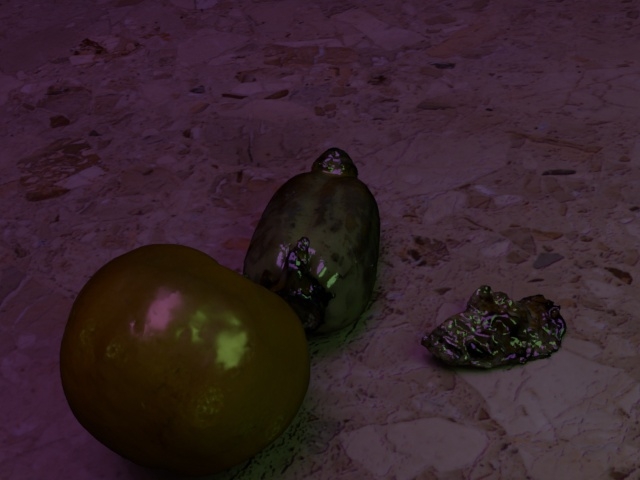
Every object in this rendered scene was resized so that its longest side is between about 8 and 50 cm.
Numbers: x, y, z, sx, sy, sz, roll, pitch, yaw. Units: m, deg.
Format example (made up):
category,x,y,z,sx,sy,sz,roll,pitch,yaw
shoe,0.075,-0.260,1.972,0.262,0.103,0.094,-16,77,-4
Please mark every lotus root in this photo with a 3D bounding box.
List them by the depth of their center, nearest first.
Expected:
category,x,y,z,sx,sy,sz,roll,pitch,yaw
lotus root,0.000,0.000,1.198,0.173,0.173,0.309,0,42,18

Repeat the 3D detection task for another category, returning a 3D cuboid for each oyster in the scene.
category,x,y,z,sx,sy,sz,roll,pitch,yaw
oyster,0.207,0.105,1.088,0.177,0.056,0.105,-8,47,1

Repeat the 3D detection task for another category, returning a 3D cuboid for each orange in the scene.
category,x,y,z,sx,sy,sz,roll,pitch,yaw
orange,-0.151,0.133,0.997,0.279,0.279,0.235,23,79,37
